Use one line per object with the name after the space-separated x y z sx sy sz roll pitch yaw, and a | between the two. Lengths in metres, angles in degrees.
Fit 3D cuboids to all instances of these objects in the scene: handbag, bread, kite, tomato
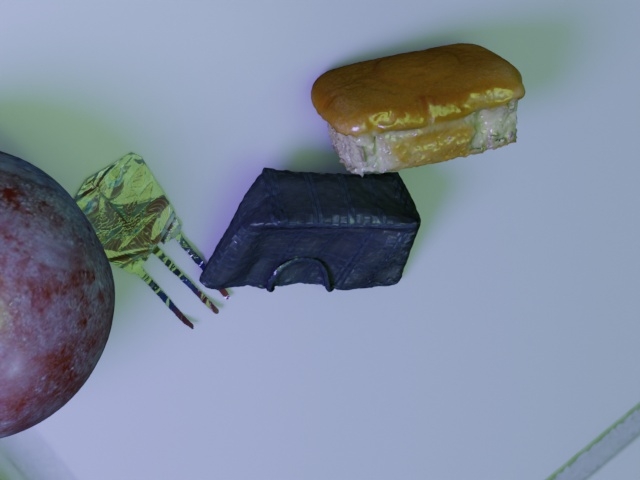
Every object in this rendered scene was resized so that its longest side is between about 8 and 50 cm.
0.000 0.000 1.754 0.270 0.088 0.175 1 139 -23 | handbag
0.114 -0.157 1.734 0.246 0.174 0.121 -10 111 -11 | bread
-0.203 0.012 1.742 0.127 0.016 0.229 -40 110 -5 | kite
-0.369 0.056 1.527 0.282 0.317 0.316 -40 114 -25 | tomato
